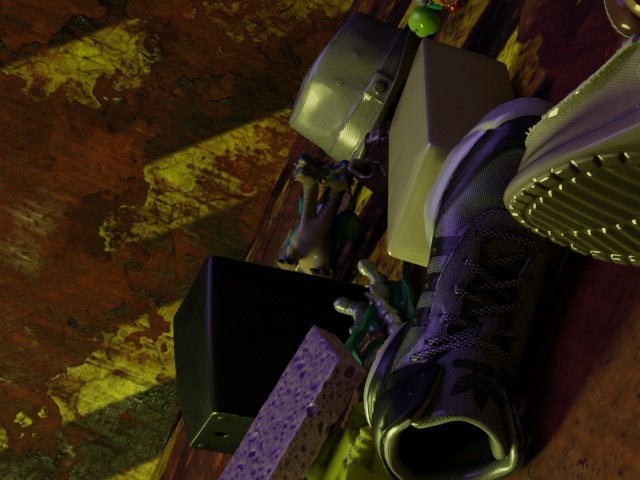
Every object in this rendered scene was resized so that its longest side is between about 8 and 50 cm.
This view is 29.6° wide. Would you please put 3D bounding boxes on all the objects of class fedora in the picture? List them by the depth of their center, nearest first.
[{"bbox_3d":[0.039,-0.222,1.773,0.275,0.124,0.244,-61,6,10],"label":"fedora"}]

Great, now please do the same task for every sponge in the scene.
[{"bbox_3d":[-0.037,0.182,1.071,0.210,0.031,0.117,-60,17,3],"label":"sponge"}]

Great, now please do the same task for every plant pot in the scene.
[{"bbox_3d":[-0.063,0.144,1.344,0.188,0.187,0.167,125,153,-57],"label":"plant pot"}]

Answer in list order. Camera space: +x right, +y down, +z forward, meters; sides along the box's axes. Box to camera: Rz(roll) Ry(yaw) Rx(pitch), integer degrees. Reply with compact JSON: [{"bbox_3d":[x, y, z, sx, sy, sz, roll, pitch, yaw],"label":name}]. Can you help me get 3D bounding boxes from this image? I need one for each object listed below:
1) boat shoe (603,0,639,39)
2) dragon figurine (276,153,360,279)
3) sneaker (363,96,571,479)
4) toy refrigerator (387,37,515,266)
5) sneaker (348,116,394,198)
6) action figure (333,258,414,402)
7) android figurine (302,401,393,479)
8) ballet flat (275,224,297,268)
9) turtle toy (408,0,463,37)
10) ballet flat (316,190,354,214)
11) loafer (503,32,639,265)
[{"bbox_3d":[0.218,-0.190,0.769,0.207,0.073,0.073,-64,3,-35],"label":"boat shoe"},{"bbox_3d":[0.000,0.000,1.556,0.289,0.085,0.144,83,-156,-63],"label":"dragon figurine"},{"bbox_3d":[0.102,0.052,0.756,0.153,0.101,0.268,-87,16,-66],"label":"sneaker"},{"bbox_3d":[0.117,-0.077,1.041,0.269,0.094,0.102,-82,10,-64],"label":"toy refrigerator"},{"bbox_3d":[0.088,-0.108,1.383,0.188,0.071,0.066,123,167,-54],"label":"sneaker"},{"bbox_3d":[0.053,0.090,1.122,0.137,0.063,0.232,-62,12,15],"label":"action figure"},{"bbox_3d":[-0.007,0.269,1.021,0.248,0.056,0.272,-106,38,-78],"label":"android figurine"},{"bbox_3d":[-0.041,0.064,1.813,0.203,0.074,0.074,-60,9,7],"label":"ballet flat"},{"bbox_3d":[0.151,-0.319,1.548,0.130,0.095,0.066,120,148,-44],"label":"turtle toy"},{"bbox_3d":[-0.006,0.000,1.718,0.073,0.067,0.206,121,169,-52],"label":"ballet flat"},{"bbox_3d":[0.184,-0.066,0.562,0.268,0.102,0.092,-35,30,58],"label":"loafer"}]
